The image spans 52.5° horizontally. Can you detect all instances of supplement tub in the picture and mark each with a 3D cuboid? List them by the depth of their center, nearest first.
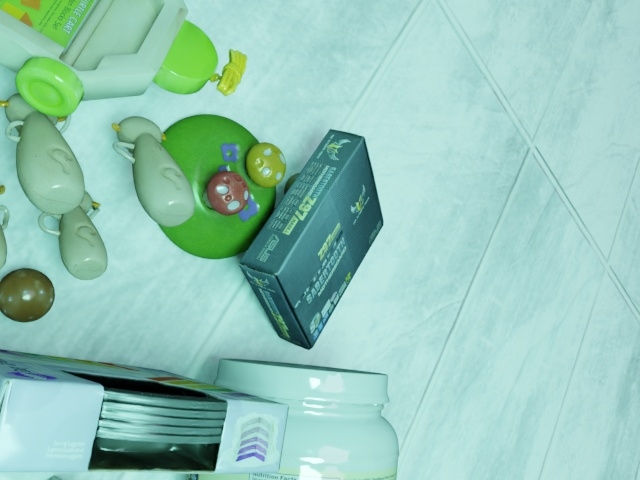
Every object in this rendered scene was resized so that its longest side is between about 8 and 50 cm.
[{"bbox_3d":[-0.034,0.305,0.730,0.235,0.235,0.325,14,77,-40],"label":"supplement tub"}]

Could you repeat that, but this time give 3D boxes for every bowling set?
[{"bbox_3d":[-0.288,-0.036,0.623,0.286,0.200,0.154,13,34,-44],"label":"bowling set"}]

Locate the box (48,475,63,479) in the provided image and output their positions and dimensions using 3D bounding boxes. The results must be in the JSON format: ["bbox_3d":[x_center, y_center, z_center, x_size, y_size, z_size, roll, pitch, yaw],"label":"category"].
[{"bbox_3d":[-0.314,0.350,0.574,0.275,0.094,0.113,-35,109,-38],"label":"box"}]

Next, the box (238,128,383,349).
[{"bbox_3d":[0.000,0.000,0.851,0.233,0.059,0.183,-58,150,-27],"label":"box"}]

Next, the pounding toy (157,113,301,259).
[{"bbox_3d":[-0.086,-0.058,0.799,0.236,0.110,0.183,32,66,-35],"label":"pounding toy"}]

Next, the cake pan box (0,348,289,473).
[{"bbox_3d":[-0.196,0.149,0.581,0.245,0.266,0.070,15,79,-37],"label":"cake pan box"}]

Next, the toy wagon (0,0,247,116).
[{"bbox_3d":[-0.236,-0.236,0.640,0.344,0.068,0.267,30,51,-22],"label":"toy wagon"}]
